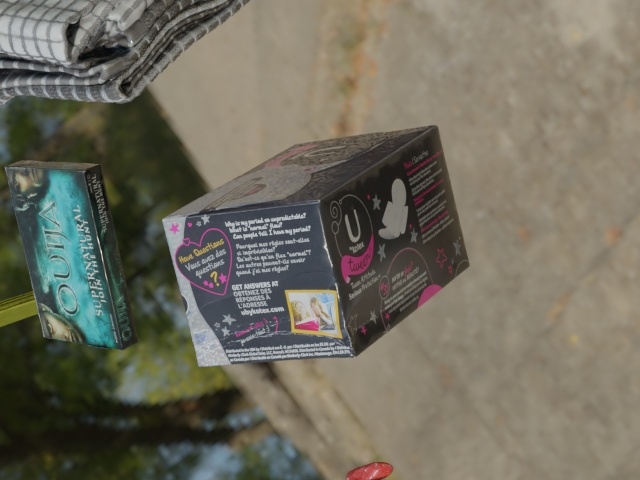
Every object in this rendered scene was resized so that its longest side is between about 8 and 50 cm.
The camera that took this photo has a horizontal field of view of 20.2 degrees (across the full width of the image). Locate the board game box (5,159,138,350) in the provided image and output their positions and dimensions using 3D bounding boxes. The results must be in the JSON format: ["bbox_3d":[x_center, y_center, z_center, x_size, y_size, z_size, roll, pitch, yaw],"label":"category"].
[{"bbox_3d":[-0.248,0.014,1.789,0.126,0.026,0.186,4,111,43],"label":"board game box"}]

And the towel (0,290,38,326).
[{"bbox_3d":[-0.392,0.088,2.208,0.102,0.237,0.021,-36,76,59],"label":"towel"}]

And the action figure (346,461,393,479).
[{"bbox_3d":[0.075,0.311,1.590,0.280,0.139,0.091,-76,-35,-52],"label":"action figure"}]

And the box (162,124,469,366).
[{"bbox_3d":[0.000,0.000,1.570,0.247,0.163,0.142,-32,-67,-58],"label":"box"}]

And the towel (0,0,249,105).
[{"bbox_3d":[-0.196,-0.227,1.628,0.235,0.283,0.121,9,136,39],"label":"towel"}]
